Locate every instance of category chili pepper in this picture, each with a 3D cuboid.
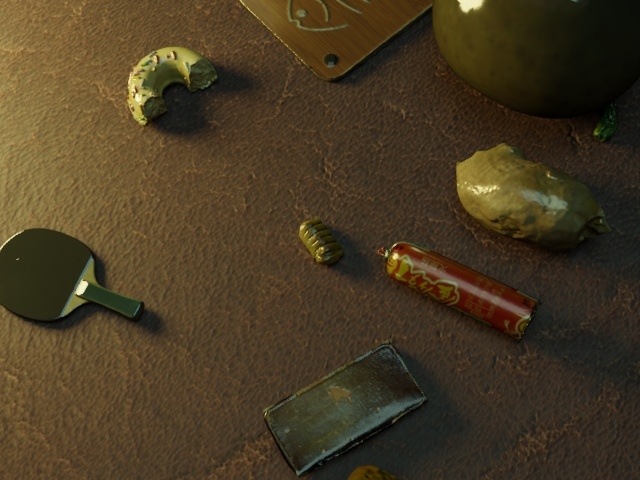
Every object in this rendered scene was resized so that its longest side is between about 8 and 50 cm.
[{"bbox_3d":[0.483,-0.205,1.579,0.034,0.030,0.091,3,62,32],"label":"chili pepper"}]

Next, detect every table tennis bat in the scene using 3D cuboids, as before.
[{"bbox_3d":[-0.410,0.069,1.516,0.274,0.021,0.154,19,70,13],"label":"table tennis bat"}]

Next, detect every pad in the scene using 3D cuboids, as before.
[{"bbox_3d":[0.029,-0.450,1.715,0.284,0.018,0.286,-39,69,-12],"label":"pad"}]

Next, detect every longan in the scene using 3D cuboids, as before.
[{"bbox_3d":[0.364,-0.365,1.505,0.360,0.361,0.361,-1,67,3],"label":"longan"}]

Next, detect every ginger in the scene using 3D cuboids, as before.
[{"bbox_3d":[0.323,-0.066,1.472,0.267,0.138,0.152,38,69,22],"label":"ginger"}]

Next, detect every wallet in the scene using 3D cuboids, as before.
[{"bbox_3d":[0.037,0.253,1.409,0.232,0.031,0.122,-28,64,-11],"label":"wallet"}]

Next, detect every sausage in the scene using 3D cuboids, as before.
[{"bbox_3d":[0.208,0.069,1.455,0.263,0.083,0.083,25,71,15],"label":"sausage"}]

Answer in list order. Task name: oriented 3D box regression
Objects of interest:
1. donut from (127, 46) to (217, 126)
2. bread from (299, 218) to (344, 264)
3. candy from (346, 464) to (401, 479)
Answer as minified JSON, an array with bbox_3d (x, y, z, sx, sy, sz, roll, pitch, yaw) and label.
[{"bbox_3d":[-0.274,-0.284,1.632,0.166,0.065,0.108,-38,70,-13],"label":"donut"},{"bbox_3d":[0.000,0.000,1.516,0.049,0.034,0.088,-28,68,-15],"label":"bread"},{"bbox_3d":[0.032,0.417,1.219,0.118,0.260,0.260,26,71,8],"label":"candy"}]
